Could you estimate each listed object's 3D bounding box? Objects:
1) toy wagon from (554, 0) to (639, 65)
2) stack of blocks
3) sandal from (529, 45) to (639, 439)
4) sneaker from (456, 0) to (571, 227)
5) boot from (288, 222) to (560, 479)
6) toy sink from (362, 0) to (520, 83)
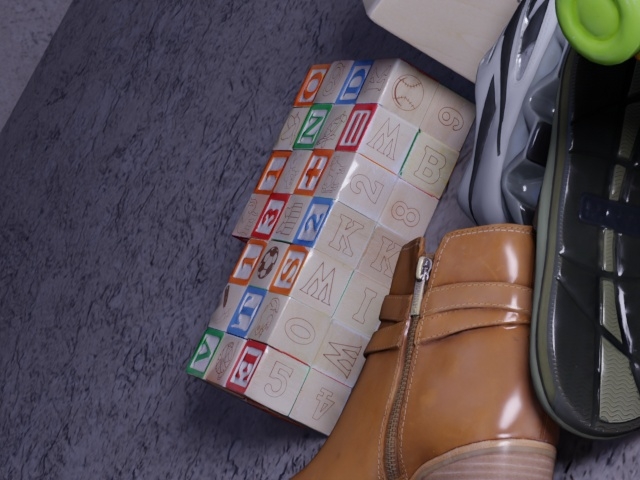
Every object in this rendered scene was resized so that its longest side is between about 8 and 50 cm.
[{"bbox_3d":[0.295,-0.163,0.849,0.267,0.068,0.344,-29,17,-36],"label":"toy wagon"},{"bbox_3d":[0.000,0.000,1.403,0.171,0.087,0.297,7,70,65],"label":"stack of blocks"},{"bbox_3d":[0.178,-0.021,1.049,0.086,0.120,0.303,139,152,-66],"label":"sandal"},{"bbox_3d":[0.179,-0.151,1.169,0.331,0.122,0.146,-64,26,-6],"label":"sneaker"},{"bbox_3d":[0.041,0.108,1.116,0.283,0.109,0.220,-17,66,51],"label":"boot"},{"bbox_3d":[0.113,-0.236,1.357,0.131,0.152,0.234,-51,27,23],"label":"toy sink"}]
